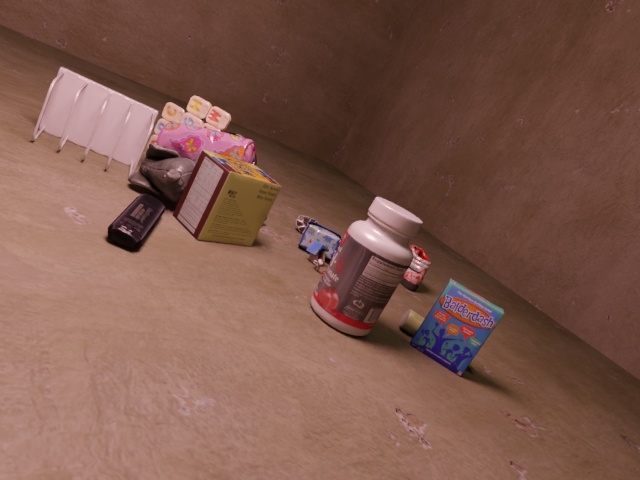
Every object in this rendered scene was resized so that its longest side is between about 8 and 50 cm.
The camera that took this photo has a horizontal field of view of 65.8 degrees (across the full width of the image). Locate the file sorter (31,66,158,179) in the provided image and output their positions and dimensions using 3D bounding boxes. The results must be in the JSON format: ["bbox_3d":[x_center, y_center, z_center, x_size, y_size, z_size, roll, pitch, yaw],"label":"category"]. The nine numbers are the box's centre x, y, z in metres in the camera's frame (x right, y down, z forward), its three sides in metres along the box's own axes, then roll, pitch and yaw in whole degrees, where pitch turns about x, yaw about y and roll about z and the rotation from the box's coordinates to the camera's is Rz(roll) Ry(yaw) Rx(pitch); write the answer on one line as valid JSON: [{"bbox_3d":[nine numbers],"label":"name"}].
[{"bbox_3d":[-0.631,-0.321,1.393,0.278,0.193,0.173,22,19,-25],"label":"file sorter"}]

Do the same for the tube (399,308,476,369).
[{"bbox_3d":[0.339,0.287,1.417,0.240,0.062,0.070,33,56,-2],"label":"tube"}]

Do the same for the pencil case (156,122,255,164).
[{"bbox_3d":[-0.339,-0.270,1.477,0.284,0.124,0.124,12,13,7],"label":"pencil case"}]

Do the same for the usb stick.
[{"bbox_3d":[-0.420,-0.050,1.146,0.077,0.045,0.278,32,13,-16],"label":"usb stick"}]

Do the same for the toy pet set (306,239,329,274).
[{"bbox_3d":[0.022,0.045,1.546,0.122,0.065,0.114,-14,30,-40],"label":"toy pet set"}]

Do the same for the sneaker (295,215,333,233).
[{"bbox_3d":[-0.026,-0.038,1.850,0.170,0.068,0.071,31,-3,-28],"label":"sneaker"}]

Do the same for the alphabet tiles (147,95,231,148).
[{"bbox_3d":[-0.398,-0.297,1.549,0.278,0.284,0.021,31,13,5],"label":"alphabet tiles"}]

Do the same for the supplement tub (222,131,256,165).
[{"bbox_3d":[-0.348,-0.276,1.731,0.207,0.207,0.338,30,15,3],"label":"supplement tub"}]

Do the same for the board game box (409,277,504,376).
[{"bbox_3d":[0.361,0.232,1.323,0.160,0.210,0.047,31,14,10],"label":"board game box"}]

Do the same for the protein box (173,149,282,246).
[{"bbox_3d":[-0.252,-0.111,1.352,0.136,0.201,0.200,39,17,33],"label":"protein box"}]

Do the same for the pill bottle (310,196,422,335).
[{"bbox_3d":[0.119,0.061,1.229,0.176,0.318,0.176,27,13,-7],"label":"pill bottle"}]

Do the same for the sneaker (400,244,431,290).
[{"bbox_3d":[0.320,0.068,1.938,0.090,0.145,0.270,18,18,-38],"label":"sneaker"}]

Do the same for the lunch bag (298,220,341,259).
[{"bbox_3d":[0.000,0.000,1.690,0.129,0.096,0.151,26,0,0],"label":"lunch bag"}]

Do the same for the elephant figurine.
[{"bbox_3d":[-0.454,-0.188,1.402,0.239,0.186,0.169,22,46,16],"label":"elephant figurine"}]
